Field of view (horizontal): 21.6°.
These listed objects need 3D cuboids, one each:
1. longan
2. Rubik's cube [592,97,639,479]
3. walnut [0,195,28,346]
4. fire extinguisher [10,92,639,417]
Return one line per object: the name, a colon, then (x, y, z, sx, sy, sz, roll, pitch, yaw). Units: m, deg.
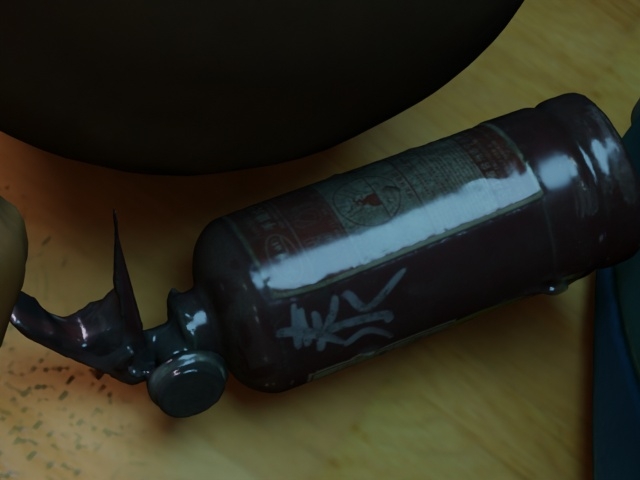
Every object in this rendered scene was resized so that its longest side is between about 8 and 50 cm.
longan: (-0.040, -0.179, 0.634, 0.319, 0.319, 0.319, 9, 58, -15)
Rubik's cube: (0.317, 0.049, 0.598, 0.352, 0.347, 0.352, 12, 57, -13)
walnut: (-0.252, 0.102, 0.386, 0.383, 0.383, 0.384, 9, 58, -15)
fire extinguisher: (-0.002, 0.000, 0.653, 0.252, 0.106, 0.075, -19, 26, -13)
